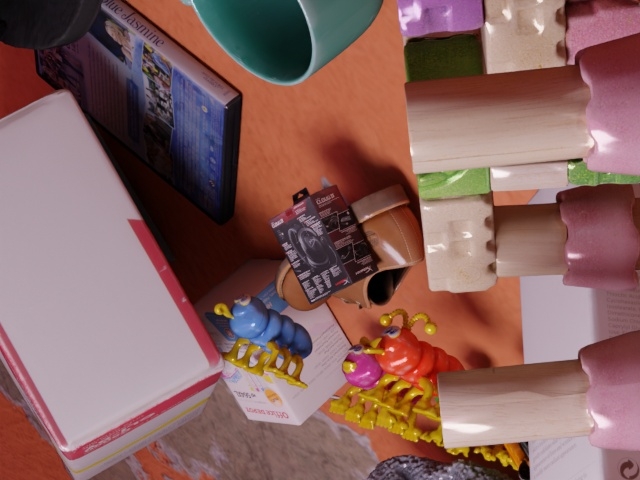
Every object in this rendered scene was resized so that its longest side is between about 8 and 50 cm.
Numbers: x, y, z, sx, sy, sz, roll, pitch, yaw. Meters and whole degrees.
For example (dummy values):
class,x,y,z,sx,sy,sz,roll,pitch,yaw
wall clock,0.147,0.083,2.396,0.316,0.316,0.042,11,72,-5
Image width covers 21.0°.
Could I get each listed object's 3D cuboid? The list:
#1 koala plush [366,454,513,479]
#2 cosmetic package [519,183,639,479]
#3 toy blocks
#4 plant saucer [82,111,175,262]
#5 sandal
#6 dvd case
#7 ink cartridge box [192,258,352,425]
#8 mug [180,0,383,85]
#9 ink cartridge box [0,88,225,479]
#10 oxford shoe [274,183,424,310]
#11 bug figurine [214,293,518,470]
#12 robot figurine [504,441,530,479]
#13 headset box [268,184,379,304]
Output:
class,x,y,z,sx,sy,sz,roll,pitch,yaw
koala plush,0.111,0.317,1.457,0.196,0.221,0.203,41,155,-19
cosmetic package,0.183,0.067,1.081,0.085,0.231,0.117,8,155,-13
toy blocks,0.175,-0.086,0.916,0.260,0.309,0.289,-6,139,4
plant saucer,-0.206,-0.052,1.694,0.067,0.018,0.192,22,149,48
sandal,-0.319,-0.241,1.505,0.445,0.107,0.168,5,110,54
dvd case,-0.169,-0.140,1.547,0.253,0.022,0.180,39,152,19
ink cartridge box,-0.038,0.099,1.581,0.092,0.090,0.143,-2,123,56
mug,-0.028,-0.193,1.191,0.157,0.097,0.129,38,151,22
ink cartridge box,-0.231,0.061,1.602,0.279,0.160,0.385,58,169,7
oxford shoe,0.021,0.028,1.404,0.076,0.076,0.212,63,153,8
bug figurine,0.049,0.108,1.423,0.216,0.072,0.279,33,165,-38
robot figurine,0.212,0.206,1.257,0.211,0.085,0.291,64,179,-24
headset box,0.000,0.000,1.333,0.062,0.032,0.083,-30,85,52
